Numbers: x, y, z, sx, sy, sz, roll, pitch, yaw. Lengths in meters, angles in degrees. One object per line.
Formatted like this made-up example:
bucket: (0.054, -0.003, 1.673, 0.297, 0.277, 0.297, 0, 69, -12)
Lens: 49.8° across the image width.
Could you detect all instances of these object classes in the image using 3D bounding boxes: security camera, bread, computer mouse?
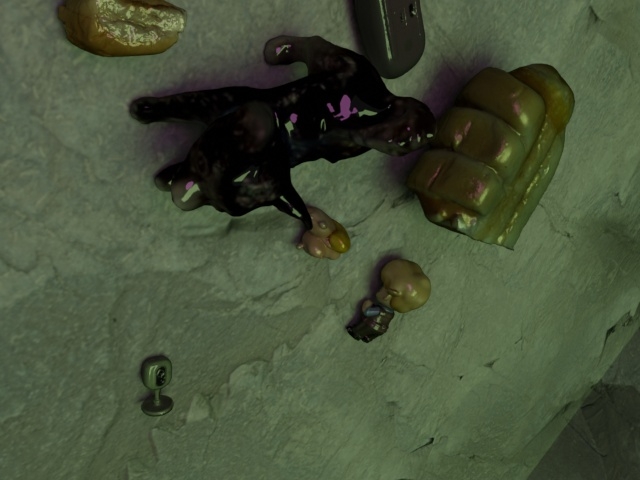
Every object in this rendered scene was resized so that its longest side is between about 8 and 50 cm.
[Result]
security camera: (-0.272, 0.239, 1.146, 0.058, 0.058, 0.092, -14, 117, -34)
bread: (-0.232, -0.254, 0.806, 0.125, 0.106, 0.082, -1, 117, -38)
computer mouse: (0.106, -0.364, 1.058, 0.120, 0.057, 0.232, -41, 134, -26)
bread: (0.304, -0.170, 1.254, 0.300, 0.210, 0.341, 6, 113, -55)

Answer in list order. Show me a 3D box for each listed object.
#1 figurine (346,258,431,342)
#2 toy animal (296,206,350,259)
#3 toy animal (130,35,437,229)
figurine: (0.138, 0.125, 1.401, 0.114, 0.108, 0.196, 25, 118, -37)
toy animal: (0.000, 0.000, 1.195, 0.082, 0.091, 0.114, -43, 140, 10)
toy animal: (-0.044, -0.135, 0.906, 0.344, 0.303, 0.194, -33, 131, -21)
